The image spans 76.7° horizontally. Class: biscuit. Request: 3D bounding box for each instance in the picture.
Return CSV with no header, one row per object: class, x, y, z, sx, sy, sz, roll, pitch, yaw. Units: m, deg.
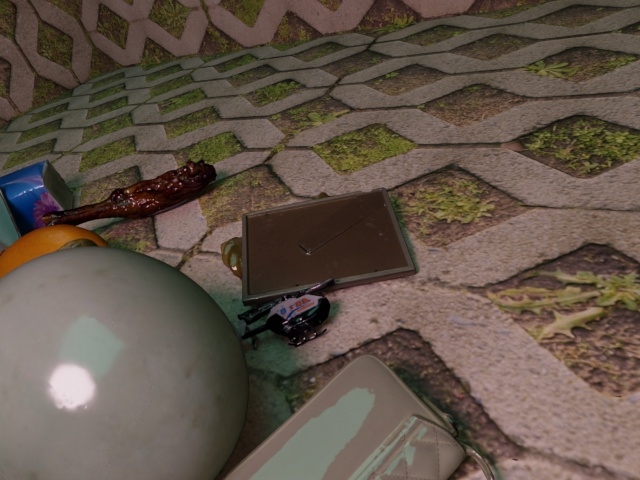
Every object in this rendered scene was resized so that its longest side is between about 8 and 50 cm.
biscuit,-0.051,0.000,0.786,0.273,0.036,0.187,-29,44,-16

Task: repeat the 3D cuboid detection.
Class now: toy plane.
toy plane,-0.060,0.122,0.622,0.196,0.053,0.078,-24,45,3

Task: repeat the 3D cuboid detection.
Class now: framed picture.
framed picture,0.000,0.000,0.730,0.289,0.020,0.212,-11,49,1

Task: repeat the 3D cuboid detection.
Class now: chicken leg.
chicken leg,-0.450,-0.101,0.997,0.406,0.096,0.158,-22,7,-18

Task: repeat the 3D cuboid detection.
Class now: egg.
egg,-0.254,0.151,0.487,0.388,0.276,0.276,24,54,34

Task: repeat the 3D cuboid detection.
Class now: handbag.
handbag,0.043,0.263,0.408,0.256,0.079,0.219,-36,52,-21

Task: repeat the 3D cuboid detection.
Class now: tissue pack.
tissue pack,-0.853,-0.090,1.117,0.263,0.146,0.198,-28,39,-12

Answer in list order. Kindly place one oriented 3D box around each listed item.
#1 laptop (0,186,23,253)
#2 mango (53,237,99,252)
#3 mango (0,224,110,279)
laptop,-0.823,0.008,0.972,0.187,0.015,0.269,-30,76,-13
mango,-0.471,0.115,0.665,0.316,0.146,0.193,-49,6,5
mango,-0.526,0.051,0.828,0.256,0.138,0.188,-13,50,16
